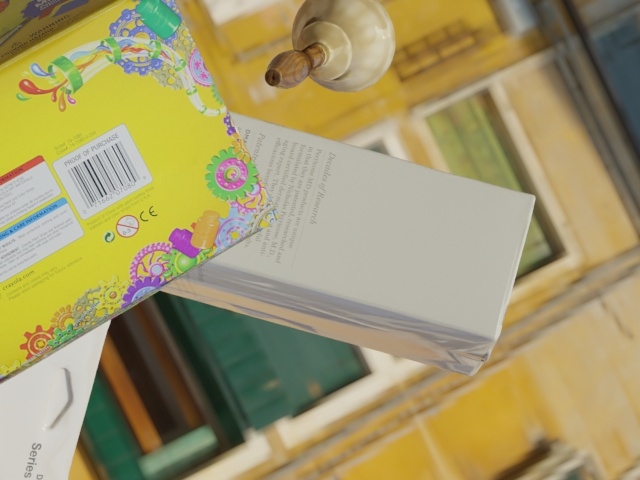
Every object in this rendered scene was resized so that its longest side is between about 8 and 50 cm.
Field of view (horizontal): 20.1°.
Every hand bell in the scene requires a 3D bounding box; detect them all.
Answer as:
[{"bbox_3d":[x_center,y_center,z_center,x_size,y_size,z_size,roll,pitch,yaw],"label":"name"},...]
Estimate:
[{"bbox_3d":[-0.009,-0.201,1.984,0.126,0.126,0.242,-25,-173,23],"label":"hand bell"}]

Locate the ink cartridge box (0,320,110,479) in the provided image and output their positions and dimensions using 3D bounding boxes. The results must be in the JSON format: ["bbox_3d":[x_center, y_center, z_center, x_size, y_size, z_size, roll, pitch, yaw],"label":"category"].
[{"bbox_3d":[-0.286,0.075,1.615,0.115,0.198,0.273,9,-160,-22],"label":"ink cartridge box"}]

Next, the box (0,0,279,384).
[{"bbox_3d":[-0.227,-0.053,1.154,0.290,0.177,0.279,-31,-153,-10],"label":"box"}]

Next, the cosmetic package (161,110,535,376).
[{"bbox_3d":[0.000,0.000,1.772,0.385,0.156,0.217,14,167,0],"label":"cosmetic package"}]
